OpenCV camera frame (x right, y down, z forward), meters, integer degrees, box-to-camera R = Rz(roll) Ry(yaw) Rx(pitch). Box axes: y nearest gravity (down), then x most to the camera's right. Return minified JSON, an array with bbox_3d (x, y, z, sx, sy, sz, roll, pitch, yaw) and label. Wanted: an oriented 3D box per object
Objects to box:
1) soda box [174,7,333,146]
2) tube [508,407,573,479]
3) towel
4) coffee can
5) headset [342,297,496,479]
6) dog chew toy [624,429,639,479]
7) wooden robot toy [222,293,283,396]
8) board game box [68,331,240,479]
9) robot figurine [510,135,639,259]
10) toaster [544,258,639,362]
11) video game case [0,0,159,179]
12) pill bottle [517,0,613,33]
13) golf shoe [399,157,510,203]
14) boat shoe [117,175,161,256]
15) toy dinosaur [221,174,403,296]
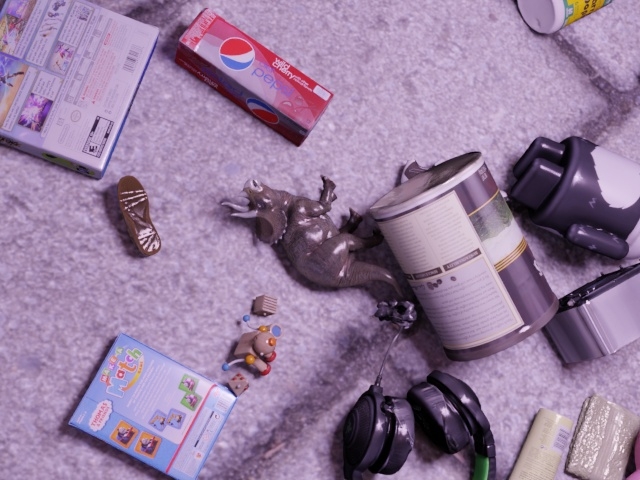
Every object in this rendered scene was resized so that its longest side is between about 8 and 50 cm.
[{"bbox_3d":[-0.113,-0.274,1.639,0.263,0.092,0.083,35,72,-3],"label":"soda box"},{"bbox_3d":[0.345,0.397,1.605,0.070,0.062,0.240,15,74,37],"label":"tube"},{"bbox_3d":[0.483,0.345,1.660,0.110,0.027,0.148,27,72,-5],"label":"towel"},{"bbox_3d":[0.229,0.025,1.555,0.201,0.201,0.275,-32,100,-18],"label":"coffee can"},{"bbox_3d":[0.151,0.284,1.516,0.243,0.185,0.394,-14,91,-16],"label":"headset"},{"bbox_3d":[0.578,0.429,1.579,0.207,0.206,0.332,33,80,-3],"label":"dog chew toy"},{"bbox_3d":[-0.087,0.163,1.534,0.076,0.079,0.173,38,55,-24],"label":"wooden robot toy"},{"bbox_3d":[-0.255,0.261,1.504,0.211,0.039,0.160,29,72,-6],"label":"board game box"},{"bbox_3d":[0.474,-0.077,1.682,0.278,0.173,0.209,23,85,-6],"label":"robot figurine"},{"bbox_3d":[0.472,0.122,1.637,0.186,0.168,0.110,-26,84,-18],"label":"toaster"},{"bbox_3d":[-0.424,-0.266,1.582,0.244,0.061,0.269,21,73,-9],"label":"video game case"},{"bbox_3d":[0.481,-0.476,1.812,0.208,0.117,0.117,-29,84,-18],"label":"pill bottle"},{"bbox_3d":[0.235,-0.099,1.686,0.198,0.077,0.094,5,75,-13],"label":"golf shoe"},{"bbox_3d":[-0.297,-0.036,1.563,0.050,0.045,0.135,-14,83,-26],"label":"boat shoe"},{"bbox_3d":[0.000,0.000,1.605,0.160,0.121,0.313,-45,95,-7],"label":"toy dinosaur"}]
